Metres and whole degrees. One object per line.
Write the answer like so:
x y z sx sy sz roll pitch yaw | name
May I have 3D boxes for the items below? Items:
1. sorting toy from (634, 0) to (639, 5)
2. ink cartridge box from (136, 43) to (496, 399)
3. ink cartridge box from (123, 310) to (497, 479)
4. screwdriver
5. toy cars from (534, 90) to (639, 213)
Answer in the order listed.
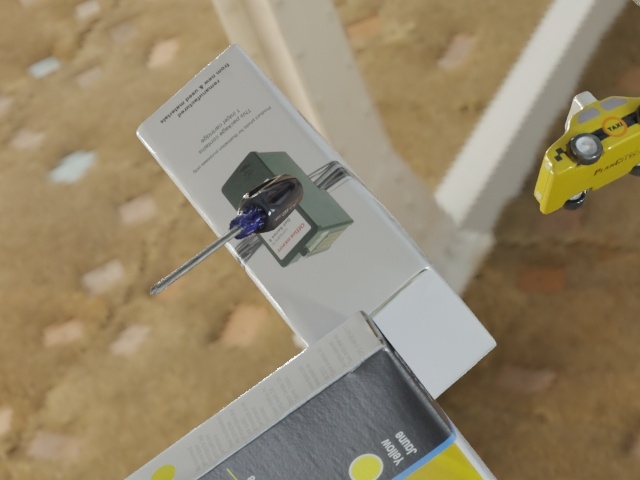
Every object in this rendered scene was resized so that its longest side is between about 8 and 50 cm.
0.327 -0.264 1.804 0.062 0.083 0.012 -48 -159 6 | sorting toy
0.000 0.000 1.559 0.121 0.211 0.289 -41 -119 3 | ink cartridge box
-0.005 0.252 1.445 0.307 0.303 0.072 -37 -148 2 | ink cartridge box
-0.049 0.000 0.904 0.025 0.024 0.170 -43 179 33 | screwdriver
0.370 -0.181 1.929 0.393 0.176 0.087 -44 -116 17 | toy cars
